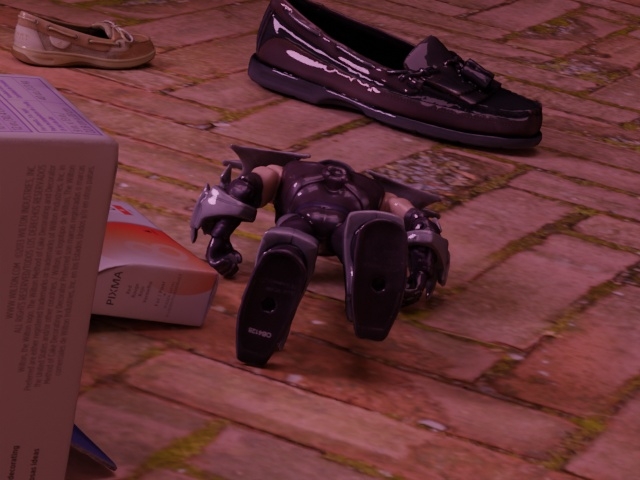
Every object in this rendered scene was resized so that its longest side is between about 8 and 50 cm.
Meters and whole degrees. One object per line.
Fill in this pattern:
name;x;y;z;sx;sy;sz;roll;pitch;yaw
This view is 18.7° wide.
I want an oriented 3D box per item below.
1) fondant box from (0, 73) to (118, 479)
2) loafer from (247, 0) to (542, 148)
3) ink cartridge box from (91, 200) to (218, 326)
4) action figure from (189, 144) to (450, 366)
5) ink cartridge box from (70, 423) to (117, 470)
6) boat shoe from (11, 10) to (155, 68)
fondant box;-0.263;0.051;0.777;0.330;0.238;0.096;-1;24;-31
loafer;0.073;-0.165;1.868;0.302;0.095;0.109;16;19;18
ink cartridge box;-0.176;0.002;1.261;0.179;0.045;0.145;12;13;-35
action figure;0.000;0.000;1.335;0.185;0.099;0.285;3;14;1
ink cartridge box;-0.260;-0.029;1.019;0.303;0.072;0.307;38;2;42
boat shoe;-0.225;-0.196;1.873;0.153;0.048;0.056;-2;22;-33
